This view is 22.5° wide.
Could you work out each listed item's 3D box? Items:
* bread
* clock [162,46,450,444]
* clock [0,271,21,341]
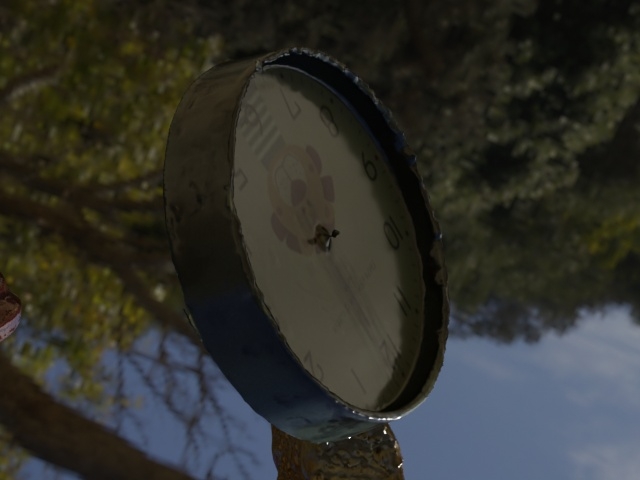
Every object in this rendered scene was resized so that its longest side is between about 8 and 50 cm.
[{"bbox_3d":[0.021,0.182,1.429,0.109,0.185,0.380,7,-157,-8],"label":"bread"},{"bbox_3d":[-0.002,0.000,1.242,0.312,0.061,0.312,32,-131,-46],"label":"clock"},{"bbox_3d":[-0.437,0.088,1.497,0.319,0.080,0.318,-4,-169,1],"label":"clock"}]
